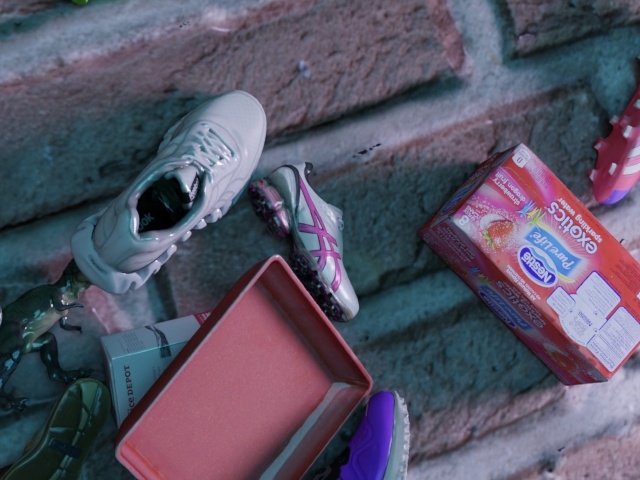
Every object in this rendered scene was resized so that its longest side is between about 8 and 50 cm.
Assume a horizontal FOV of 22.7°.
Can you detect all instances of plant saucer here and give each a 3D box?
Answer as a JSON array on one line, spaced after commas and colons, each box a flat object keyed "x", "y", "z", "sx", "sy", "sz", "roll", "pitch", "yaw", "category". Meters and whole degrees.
[{"x": -0.083, "y": 0.175, "z": 1.659, "sx": 0.259, "sy": 0.047, "sz": 0.258, "roll": -52, "pitch": 137, "yaw": -16, "category": "plant saucer"}]

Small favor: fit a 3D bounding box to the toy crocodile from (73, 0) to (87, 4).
[{"x": -0.367, "y": -0.366, "z": 1.667, "sx": 0.340, "sy": 0.105, "sz": 0.115, "roll": 34, "pitch": 60, "yaw": -31, "category": "toy crocodile"}]

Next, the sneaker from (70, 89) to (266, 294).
[{"x": -0.137, "y": -0.064, "z": 1.679, "sx": 0.110, "sy": 0.118, "sz": 0.292, "roll": 42, "pitch": 54, "yaw": -6, "category": "sneaker"}]

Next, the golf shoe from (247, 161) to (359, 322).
[{"x": 0.000, "y": 0.000, "z": 1.756, "sx": 0.086, "sy": 0.067, "sz": 0.186, "roll": -29, "pitch": 91, "yaw": -19, "category": "golf shoe"}]

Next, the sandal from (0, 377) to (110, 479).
[{"x": -0.279, "y": 0.220, "z": 1.655, "sx": 0.072, "sy": 0.049, "sz": 0.180, "roll": 32, "pitch": 88, "yaw": -25, "category": "sandal"}]

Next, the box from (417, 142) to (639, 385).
[{"x": 0.251, "y": 0.030, "z": 1.791, "sx": 0.257, "sy": 0.122, "sz": 0.128, "roll": 45, "pitch": 73, "yaw": -5, "category": "box"}]

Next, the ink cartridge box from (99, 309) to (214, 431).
[{"x": -0.157, "y": 0.138, "z": 1.678, "sx": 0.135, "sy": 0.056, "sz": 0.099, "roll": -12, "pitch": 119, "yaw": -17, "category": "ink cartridge box"}]

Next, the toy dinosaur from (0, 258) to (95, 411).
[{"x": -0.312, "y": 0.113, "z": 1.659, "sx": 0.268, "sy": 0.064, "sz": 0.118, "roll": -31, "pitch": 74, "yaw": -15, "category": "toy dinosaur"}]

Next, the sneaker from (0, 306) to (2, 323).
[{"x": -0.391, "y": 0.112, "z": 1.595, "sx": 0.064, "sy": 0.067, "sz": 0.175, "roll": 30, "pitch": 70, "yaw": 17, "category": "sneaker"}]

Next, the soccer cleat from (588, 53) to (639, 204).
[{"x": 0.397, "y": -0.143, "z": 1.881, "sx": 0.095, "sy": 0.083, "sz": 0.248, "roll": 29, "pitch": 73, "yaw": -15, "category": "soccer cleat"}]

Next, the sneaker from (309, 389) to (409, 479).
[{"x": 0.010, "y": 0.284, "z": 1.689, "sx": 0.146, "sy": 0.102, "sz": 0.293, "roll": 10, "pitch": 61, "yaw": 6, "category": "sneaker"}]
